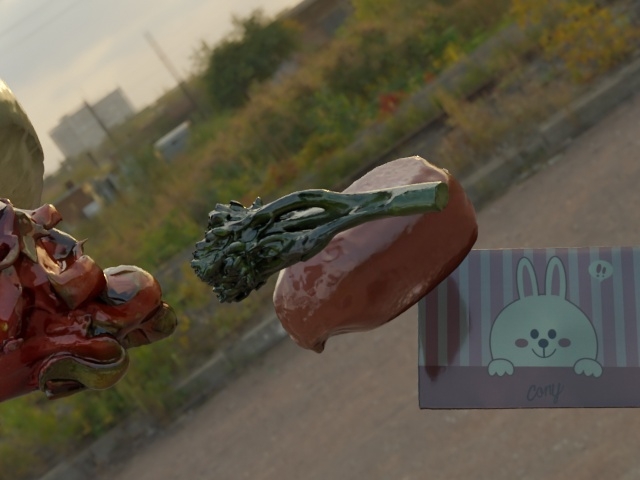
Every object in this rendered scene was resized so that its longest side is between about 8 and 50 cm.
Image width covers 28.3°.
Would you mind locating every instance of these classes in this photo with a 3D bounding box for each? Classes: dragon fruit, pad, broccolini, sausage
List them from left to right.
[{"bbox_3d":[-0.184,0.036,0.714,0.208,0.150,0.133,5,25,-9],"label":"dragon fruit"},{"bbox_3d":[-0.006,-0.019,0.848,0.203,0.068,0.091,-25,5,35],"label":"broccolini"},{"bbox_3d":[0.062,0.009,1.329,0.254,0.148,0.148,-37,7,-28],"label":"sausage"},{"bbox_3d":[0.265,0.102,1.508,0.300,0.202,0.005,0,-19,6],"label":"pad"}]

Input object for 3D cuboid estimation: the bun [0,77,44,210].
[{"bbox_3d":[-0.410,-0.027,1.000,0.364,0.202,0.364,-37,-21,-17],"label":"bun"}]
